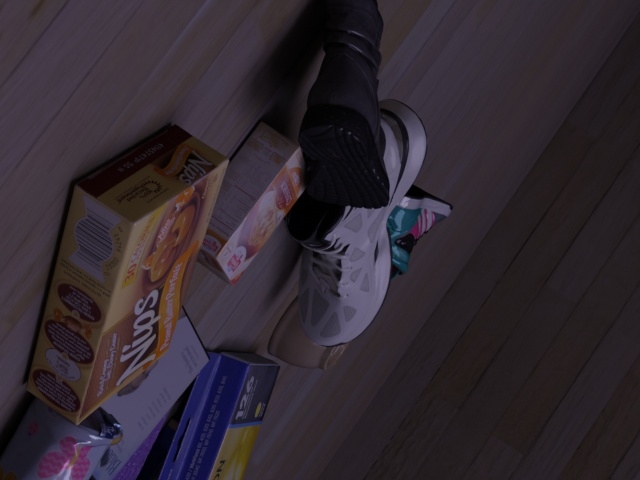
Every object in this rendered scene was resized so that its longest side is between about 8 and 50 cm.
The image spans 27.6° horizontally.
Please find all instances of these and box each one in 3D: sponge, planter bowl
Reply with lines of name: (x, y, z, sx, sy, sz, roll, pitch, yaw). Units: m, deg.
sponge: (-0.280, 0.297, 1.949, 0.210, 0.031, 0.117, -63, 165, 23)
planter bowl: (-0.006, 0.174, 2.415, 0.162, 0.109, 0.162, -52, 165, -20)

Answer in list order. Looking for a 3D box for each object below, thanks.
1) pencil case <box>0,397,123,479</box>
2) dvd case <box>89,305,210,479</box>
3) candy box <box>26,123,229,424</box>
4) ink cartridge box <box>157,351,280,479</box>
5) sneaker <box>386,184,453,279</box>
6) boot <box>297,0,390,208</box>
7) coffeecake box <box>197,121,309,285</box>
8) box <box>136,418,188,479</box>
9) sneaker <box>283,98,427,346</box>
pencil case: (-0.352, 0.312, 1.584, 0.273, 0.113, 0.124, -57, 148, 4)
dvd case: (-0.256, 0.214, 1.803, 0.253, 0.022, 0.180, -51, 153, -20)
candy box: (-0.223, 0.042, 1.486, 0.183, 0.087, 0.316, -39, 158, -50)
ink cartridge box: (-0.173, 0.337, 2.175, 0.307, 0.072, 0.303, 25, 86, -79)
sneaker: (0.153, -0.014, 2.492, 0.295, 0.124, 0.178, 4, 113, -64)
boot: (0.048, -0.184, 1.731, 0.338, 0.118, 0.222, 86, 12, -72)
coffeecake box: (-0.099, -0.046, 1.740, 0.185, 0.068, 0.142, -54, 166, -10)
box: (-0.281, 0.402, 2.152, 0.225, 0.036, 0.136, -57, 165, -7)
sneaker: (-0.001, -0.001, 2.048, 0.257, 0.169, 0.447, -23, 137, -50)
